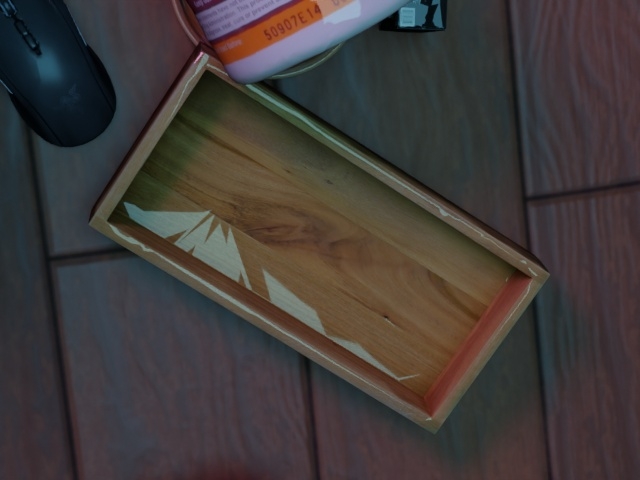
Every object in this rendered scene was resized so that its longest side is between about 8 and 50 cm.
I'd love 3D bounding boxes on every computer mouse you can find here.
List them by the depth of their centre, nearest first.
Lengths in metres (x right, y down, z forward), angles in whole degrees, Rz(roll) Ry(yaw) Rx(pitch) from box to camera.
[{"bbox_3d":[-0.320,-0.189,1.474,0.184,0.060,0.262,-29,101,-8],"label":"computer mouse"}]

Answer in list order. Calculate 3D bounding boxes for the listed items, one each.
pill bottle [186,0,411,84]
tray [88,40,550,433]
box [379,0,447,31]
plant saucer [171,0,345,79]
[{"bbox_3d":[-0.072,-0.358,1.367,0.224,0.224,0.392,-30,102,-7],"label":"pill bottle"},{"bbox_3d":[0.000,0.000,1.537,0.411,0.076,0.203,32,101,-12],"label":"tray"},{"bbox_3d":[0.092,-0.239,1.538,0.052,0.083,0.062,1,96,-10],"label":"box"},{"bbox_3d":[-0.053,-0.260,1.531,0.200,0.037,0.200,-1,97,-12],"label":"plant saucer"}]
